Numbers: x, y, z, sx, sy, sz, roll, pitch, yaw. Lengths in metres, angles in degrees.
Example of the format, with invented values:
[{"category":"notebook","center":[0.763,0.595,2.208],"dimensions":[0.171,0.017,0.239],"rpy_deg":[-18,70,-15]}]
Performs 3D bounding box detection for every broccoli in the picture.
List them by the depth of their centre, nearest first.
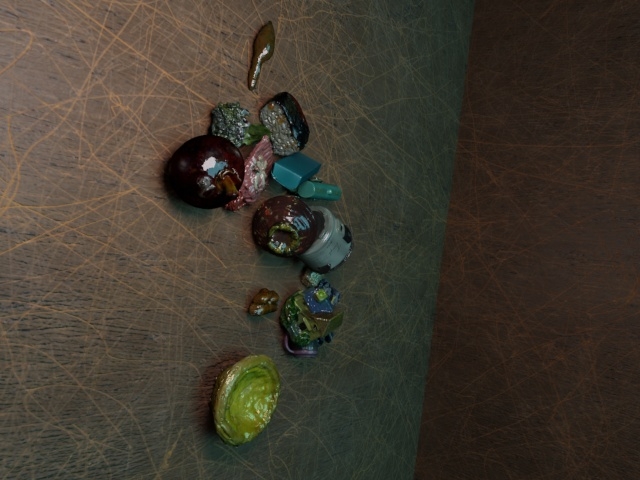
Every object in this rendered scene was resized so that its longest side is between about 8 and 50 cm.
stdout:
[{"category":"broccoli","center":[-0.254,-0.373,1.784],"dimensions":[0.304,0.146,0.164],"rpy_deg":[-14,112,-68]}]

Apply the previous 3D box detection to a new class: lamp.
[{"category":"lamp","center":[-0.130,-0.046,1.920],"dimensions":[0.247,0.247,0.246],"rpy_deg":[-14,107,-55]}]

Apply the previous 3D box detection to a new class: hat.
[{"category":"hat","center":[-0.234,-0.207,1.836],"dimensions":[0.286,0.107,0.236],"rpy_deg":[-57,159,-27]}]

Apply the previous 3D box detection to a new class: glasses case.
[{"category":"glasses case","center":[-0.092,-0.264,1.974],"dimensions":[0.070,0.117,0.301],"rpy_deg":[-62,175,23]}]

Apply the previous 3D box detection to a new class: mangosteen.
[{"category":"mangosteen","center":[-0.320,-0.195,1.574],"dimensions":[0.236,0.261,0.235],"rpy_deg":[-27,132,-34]}]

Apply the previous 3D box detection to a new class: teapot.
[{"category":"teapot","center":[-0.084,0.418,2.206],"dimensions":[0.116,0.148,0.145],"rpy_deg":[111,-20,-76]}]

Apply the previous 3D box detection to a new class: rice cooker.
[{"category":"rice cooker","center":[0.000,0.000,2.116],"dimensions":[0.227,0.241,0.280],"rpy_deg":[44,33,-46]}]

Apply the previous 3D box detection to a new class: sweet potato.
[{"category":"sweet potato","center":[-0.204,-0.659,1.844],"dimensions":[0.075,0.075,0.269],"rpy_deg":[25,78,-55]}]

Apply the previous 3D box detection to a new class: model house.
[{"category":"model house","center":[-0.030,0.288,2.108],"dimensions":[0.195,0.189,0.214],"rpy_deg":[-21,83,-45]}]

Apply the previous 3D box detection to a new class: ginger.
[{"category":"ginger","center":[-0.211,0.228,1.992],"dimensions":[0.162,0.074,0.103],"rpy_deg":[0,109,-63]}]

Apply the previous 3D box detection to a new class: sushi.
[{"category":"sushi","center":[-0.130,-0.430,1.940],"dimensions":[0.126,0.136,0.225],"rpy_deg":[-51,131,-51]}]

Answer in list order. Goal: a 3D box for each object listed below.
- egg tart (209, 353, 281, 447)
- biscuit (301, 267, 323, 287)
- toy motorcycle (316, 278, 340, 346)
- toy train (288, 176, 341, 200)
[{"category":"egg tart","center":[-0.282,0.563,1.885],"dimensions":[0.345,0.133,0.345],"rpy_deg":[-12,105,-54]},{"category":"biscuit","center":[-0.020,0.121,2.257],"dimensions":[0.082,0.070,0.168],"rpy_deg":[47,58,-32]},{"category":"toy motorcycle","center":[0.020,0.316,2.324],"dimensions":[0.173,0.108,0.307],"rpy_deg":[-3,100,-62]},{"category":"toy train","center":[-0.020,-0.205,2.125],"dimensions":[0.248,0.159,0.101],"rpy_deg":[-2,103,-58]}]
